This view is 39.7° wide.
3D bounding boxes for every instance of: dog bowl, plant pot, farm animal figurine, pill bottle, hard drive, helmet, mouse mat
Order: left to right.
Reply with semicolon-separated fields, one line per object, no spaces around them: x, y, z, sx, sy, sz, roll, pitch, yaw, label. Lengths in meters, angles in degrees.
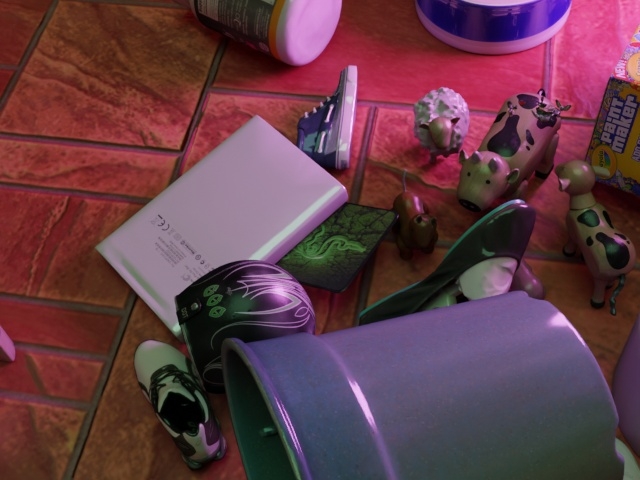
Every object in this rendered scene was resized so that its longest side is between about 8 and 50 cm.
-0.141;-0.024;1.255;0.307;0.040;0.203;-41;61;-13;hard drive
-0.117;-0.410;1.469;0.278;0.162;0.162;29;63;24;pill bottle
-0.087;0.103;1.106;0.161;0.169;0.169;-18;56;-6;helmet
0.000;0.000;1.225;0.190;0.007;0.152;12;54;42;mouse mat
0.106;0.218;0.932;0.334;0.341;0.341;-16;55;-15;plant pot
0.291;-0.441;1.484;0.265;0.104;0.265;-3;55;4;dog bowl
0.262;-0.079;1.196;0.330;0.172;0.327;10;57;12;farm animal figurine

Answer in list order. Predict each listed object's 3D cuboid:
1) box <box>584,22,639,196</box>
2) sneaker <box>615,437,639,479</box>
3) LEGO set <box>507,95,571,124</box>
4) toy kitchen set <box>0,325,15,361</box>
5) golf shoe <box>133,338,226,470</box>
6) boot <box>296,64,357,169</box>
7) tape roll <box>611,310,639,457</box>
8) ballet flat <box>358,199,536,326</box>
0.551;-0.187;1.216;0.279;0.177;0.290;21;50;19;box
0.333;0.312;0.955;0.090;0.115;0.232;-4;55;3;sneaker
0.289;-0.170;1.176;0.083;0.023;0.054;11;42;20;LEGO set
-0.528;0.154;1.142;0.207;0.122;0.166;6;56;10;toy kitchen set
-0.180;0.186;1.106;0.077;0.094;0.198;-32;57;-14;golf shoe
0.010;-0.195;1.362;0.086;0.069;0.190;5;58;5;boot
0.474;0.155;1.017;0.246;0.169;0.246;-2;55;3;tape roll
0.168;0.069;1.096;0.280;0.095;0.096;-41;53;25;ballet flat
